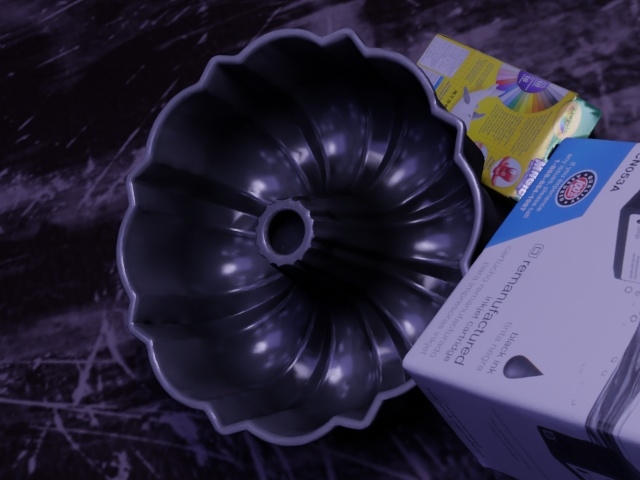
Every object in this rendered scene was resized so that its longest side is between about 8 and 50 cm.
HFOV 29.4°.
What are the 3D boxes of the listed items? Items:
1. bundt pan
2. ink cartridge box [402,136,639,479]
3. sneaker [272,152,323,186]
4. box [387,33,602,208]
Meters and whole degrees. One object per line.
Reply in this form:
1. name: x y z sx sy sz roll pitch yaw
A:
1. bundt pan: 0.000 0.000 0.995 0.331 0.124 0.330 -4 82 28
2. ink cartridge box: 0.238 0.061 0.765 0.223 0.129 0.307 -51 32 -19
3. sneaker: -0.014 -0.071 1.111 0.109 0.040 0.043 -21 58 21
4. box: 0.144 -0.097 1.029 0.179 0.043 0.105 33 87 39
